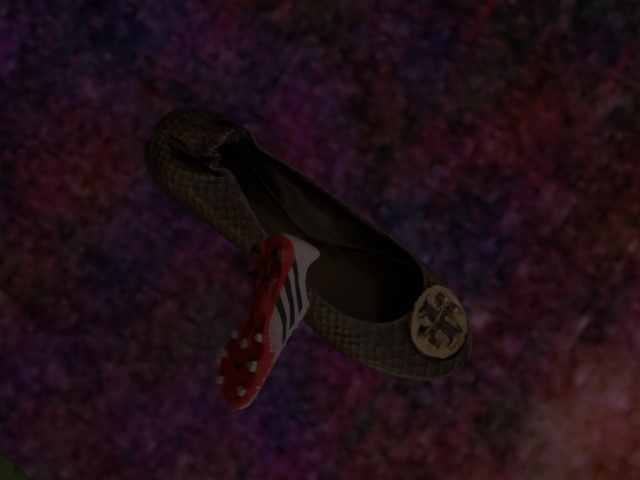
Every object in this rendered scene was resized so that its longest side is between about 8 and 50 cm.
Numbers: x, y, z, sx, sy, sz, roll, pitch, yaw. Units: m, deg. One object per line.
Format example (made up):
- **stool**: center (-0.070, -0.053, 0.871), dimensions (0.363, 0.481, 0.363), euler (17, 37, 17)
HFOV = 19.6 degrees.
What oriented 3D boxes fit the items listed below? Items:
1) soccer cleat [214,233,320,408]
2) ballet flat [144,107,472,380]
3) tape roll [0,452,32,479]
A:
- **soccer cleat**: center (-0.022, 0.037, 0.843), dimensions (0.035, 0.029, 0.083), euler (8, 99, -48)
- **ballet flat**: center (0.000, 0.000, 1.156), dimensions (0.058, 0.250, 0.084), euler (-37, -163, 54)
- **tape roll**: center (-0.248, 0.321, 1.416), dimensions (0.077, 0.321, 0.321), euler (-19, 162, 8)
